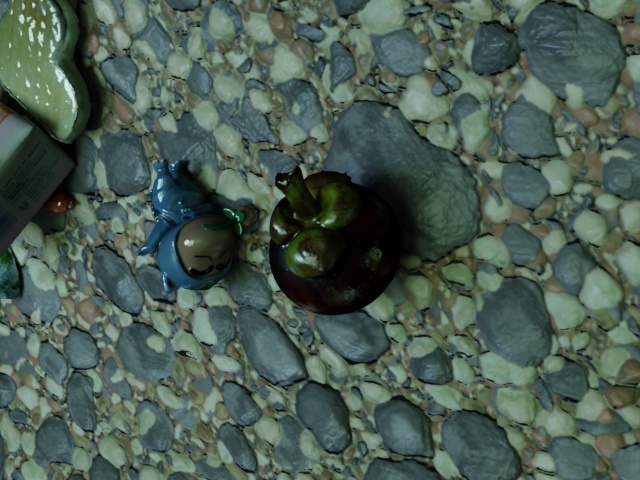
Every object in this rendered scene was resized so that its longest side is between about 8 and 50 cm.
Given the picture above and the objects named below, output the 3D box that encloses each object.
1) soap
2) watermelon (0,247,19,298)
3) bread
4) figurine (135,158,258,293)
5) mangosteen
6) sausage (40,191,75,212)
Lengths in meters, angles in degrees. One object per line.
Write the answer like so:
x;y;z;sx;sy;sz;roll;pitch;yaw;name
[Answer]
-0.489;-0.101;1.803;0.182;0.138;0.199;33;81;26;soap
-0.496;0.055;1.973;0.061;0.085;0.085;-145;46;-71;watermelon
-0.392;-0.246;1.783;0.173;0.064;0.232;-5;101;33;bread
-0.164;-0.025;1.672;0.145;0.114;0.178;-23;82;36;figurine
0.008;0.007;1.502;0.173;0.184;0.172;0;89;28;mangosteen
-0.460;-0.066;1.910;0.253;0.034;0.034;8;109;35;sausage
